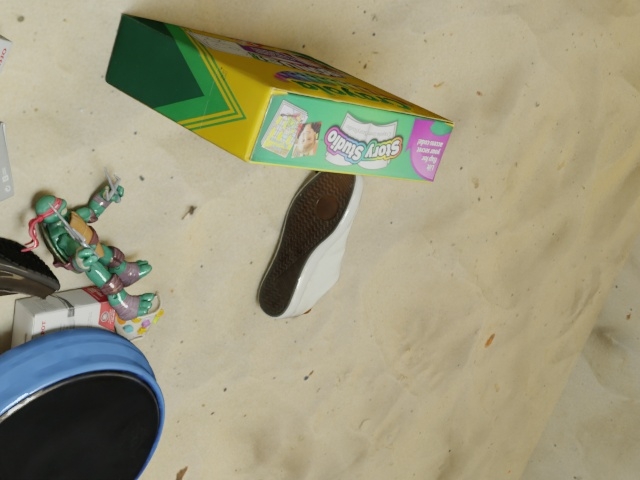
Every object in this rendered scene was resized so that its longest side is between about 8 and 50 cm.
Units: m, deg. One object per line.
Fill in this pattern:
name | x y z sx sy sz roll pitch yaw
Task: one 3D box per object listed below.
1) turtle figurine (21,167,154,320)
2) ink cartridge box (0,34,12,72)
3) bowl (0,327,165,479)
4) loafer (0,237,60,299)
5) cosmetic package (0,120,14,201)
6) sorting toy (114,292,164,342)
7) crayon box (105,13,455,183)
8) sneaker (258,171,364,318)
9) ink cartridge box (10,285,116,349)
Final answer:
turtle figurine | -0.312 -0.002 1.443 0.175 0.118 0.234 -82 150 -43
ink cartridge box | -0.418 -0.206 1.213 0.089 0.052 0.122 -65 166 8
bowl | -0.392 0.304 1.515 0.391 0.077 0.391 -29 142 -26
loafer | -0.437 0.040 1.369 0.220 0.080 0.078 23 105 -46
cosmetic package | -0.478 -0.064 1.186 0.238 0.127 0.107 -31 132 -46
sorting toy | -0.278 0.127 1.619 0.083 0.045 0.075 -16 143 -40
crayon box | -0.050 -0.189 1.443 0.362 0.313 0.106 2 112 -48
sneaker | 0.000 0.000 1.793 0.123 0.106 0.290 7 117 -55
ink cartridge box | -0.363 0.126 1.505 0.135 0.056 0.099 -9 120 -44
